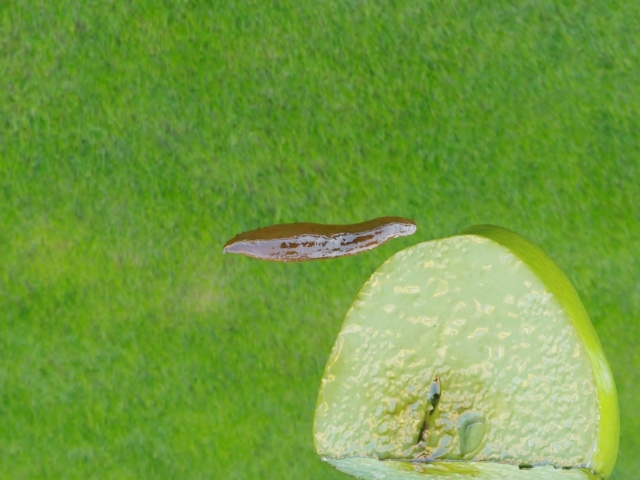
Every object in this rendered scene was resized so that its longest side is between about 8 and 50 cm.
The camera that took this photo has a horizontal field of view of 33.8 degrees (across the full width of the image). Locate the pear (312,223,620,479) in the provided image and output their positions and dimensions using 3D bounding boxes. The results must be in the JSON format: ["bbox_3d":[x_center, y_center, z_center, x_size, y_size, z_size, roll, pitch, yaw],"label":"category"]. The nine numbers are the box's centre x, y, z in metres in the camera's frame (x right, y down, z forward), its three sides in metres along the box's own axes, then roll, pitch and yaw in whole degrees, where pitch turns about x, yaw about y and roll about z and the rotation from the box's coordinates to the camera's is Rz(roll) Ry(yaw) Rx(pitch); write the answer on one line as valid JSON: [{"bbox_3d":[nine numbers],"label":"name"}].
[{"bbox_3d":[0.147,0.116,1.014,0.292,0.292,0.159,-29,153,16],"label":"pear"}]

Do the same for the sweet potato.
[{"bbox_3d":[0.000,0.000,1.408,0.265,0.057,0.057,-5,133,-12],"label":"sweet potato"}]
